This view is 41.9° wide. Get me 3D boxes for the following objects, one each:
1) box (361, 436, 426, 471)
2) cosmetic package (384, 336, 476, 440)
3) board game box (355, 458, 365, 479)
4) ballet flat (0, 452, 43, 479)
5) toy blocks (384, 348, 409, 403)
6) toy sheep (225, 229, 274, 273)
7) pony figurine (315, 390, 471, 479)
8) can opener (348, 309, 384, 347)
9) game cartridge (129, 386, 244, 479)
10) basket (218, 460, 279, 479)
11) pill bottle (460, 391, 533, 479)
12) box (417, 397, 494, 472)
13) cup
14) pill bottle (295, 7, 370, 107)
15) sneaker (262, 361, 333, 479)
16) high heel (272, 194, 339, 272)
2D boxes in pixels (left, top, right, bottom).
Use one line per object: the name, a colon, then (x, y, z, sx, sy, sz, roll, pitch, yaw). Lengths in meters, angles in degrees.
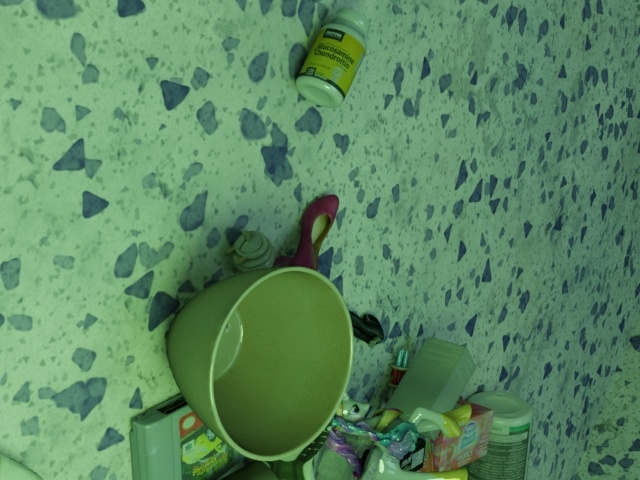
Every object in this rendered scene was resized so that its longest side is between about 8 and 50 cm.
box: (0.152, 0.533, 2.074, 0.180, 0.147, 0.077, -12, 111, -50)
cosmetic package: (0.281, 0.372, 2.121, 0.238, 0.127, 0.107, -54, 137, -24)
board game box: (0.050, 0.640, 1.983, 0.030, 0.136, 0.259, 20, 86, -59)
ballet flat: (-0.553, 0.454, 1.149, 0.400, 0.139, 0.139, -47, 135, -40)
toy blocks: (0.225, 0.355, 2.192, 0.123, 0.054, 0.148, 2, 99, -53)
toy sheep: (-0.130, 0.026, 1.588, 0.091, 0.091, 0.132, -56, 158, -26)
pony figurine: (0.128, 0.480, 1.817, 0.363, 0.303, 0.351, 13, 100, -13)
can opener: (0.091, 0.206, 1.977, 0.059, 0.073, 0.186, -40, 143, 17)
game cartridge: (-0.232, 0.376, 1.595, 0.294, 0.060, 0.196, -22, 122, -48)
basket: (-0.180, 0.523, 1.559, 0.227, 0.154, 0.204, -28, 157, -27)
pill bottle: (0.540, 0.670, 2.586, 0.204, 0.204, 0.361, -17, 114, -50)
box: (0.345, 0.540, 2.329, 0.300, 0.154, 0.142, -1, 102, -52)
cup: (-0.136, 0.196, 1.487, 0.331, 0.237, 0.331, -8, 101, -44)
pill bottle: (0.030, -0.364, 1.659, 0.103, 0.103, 0.184, 41, 68, -50)
sneaker: (-0.069, 0.388, 1.726, 0.182, 0.158, 0.410, -95, -166, -61)
high heel: (0.000, 0.000, 1.724, 0.244, 0.117, 0.082, -50, 136, -31)
